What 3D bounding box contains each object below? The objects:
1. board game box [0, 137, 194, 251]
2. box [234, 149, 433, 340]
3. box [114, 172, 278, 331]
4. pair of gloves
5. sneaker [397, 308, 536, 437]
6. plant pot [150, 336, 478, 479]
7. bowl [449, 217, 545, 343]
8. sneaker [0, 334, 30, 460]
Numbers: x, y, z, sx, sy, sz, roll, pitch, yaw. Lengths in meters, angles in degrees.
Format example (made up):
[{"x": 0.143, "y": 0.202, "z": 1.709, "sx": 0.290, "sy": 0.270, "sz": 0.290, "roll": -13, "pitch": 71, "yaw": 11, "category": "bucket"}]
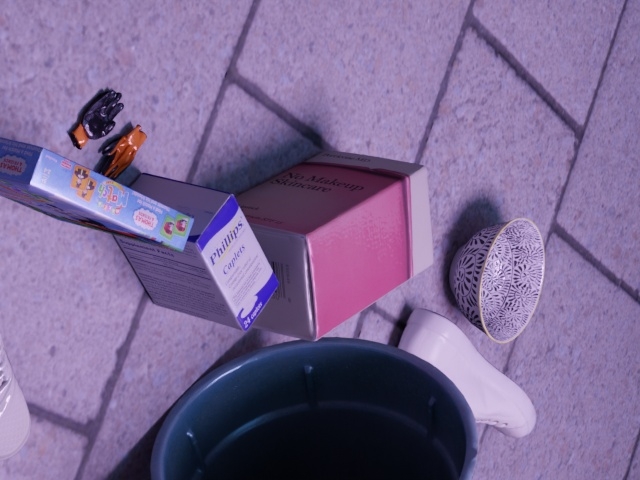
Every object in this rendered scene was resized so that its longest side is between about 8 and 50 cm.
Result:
[{"x": -0.237, "y": -0.048, "z": 1.468, "sx": 0.211, "sy": 0.160, "sz": 0.039, "roll": 28, "pitch": 78, "yaw": -54, "category": "board game box"}, {"x": 0.000, "y": 0.000, "z": 1.826, "sx": 0.232, "sy": 0.149, "sz": 0.126, "roll": -31, "pitch": 123, "yaw": -47, "category": "box"}, {"x": -0.128, "y": 0.011, "z": 1.669, "sx": 0.072, "sy": 0.126, "sz": 0.137, "roll": -54, "pitch": 139, "yaw": -28, "category": "box"}, {"x": -0.208, "y": -0.101, "z": 1.625, "sx": 0.074, "sy": 0.010, "sz": 0.083, "roll": -55, "pitch": 136, "yaw": -28, "category": "pair of gloves"}, {"x": 0.179, "y": 0.209, "z": 2.193, "sx": 0.290, "sy": 0.106, "sz": 0.123, "roll": 43, "pitch": 69, "yaw": -39, "category": "sneaker"}, {"x": 0.011, "y": 0.340, "z": 1.818, "sx": 0.341, "sy": 0.341, "sz": 0.334, "roll": -46, "pitch": 142, "yaw": -37, "category": "plant pot"}, {"x": 0.224, "y": 0.046, "z": 2.214, "sx": 0.170, "sy": 0.080, "sz": 0.170, "roll": -23, "pitch": 118, "yaw": -50, "category": "bowl"}, {"x": -0.320, "y": 0.101, "z": 1.438, "sx": 0.110, "sy": 0.118, "sz": 0.292, "roll": -57, "pitch": 141, "yaw": -30, "category": "sneaker"}]
